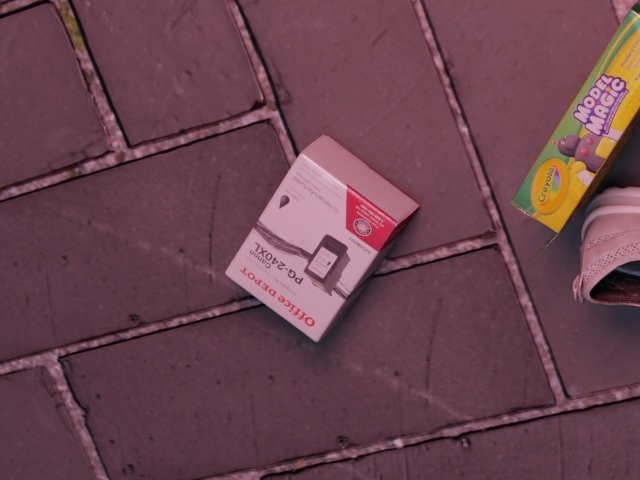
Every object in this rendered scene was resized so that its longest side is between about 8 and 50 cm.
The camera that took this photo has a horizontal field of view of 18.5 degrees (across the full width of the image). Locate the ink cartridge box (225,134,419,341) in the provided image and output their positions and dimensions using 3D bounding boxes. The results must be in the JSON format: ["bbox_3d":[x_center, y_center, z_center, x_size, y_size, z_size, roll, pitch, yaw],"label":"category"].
[{"bbox_3d":[0.000,0.000,1.760,0.109,0.063,0.150,36,119,6],"label":"ink cartridge box"}]

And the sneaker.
[{"bbox_3d":[0.339,0.035,1.587,0.281,0.115,0.105,4,136,27],"label":"sneaker"}]

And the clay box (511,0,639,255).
[{"bbox_3d":[0.228,-0.099,1.588,0.053,0.127,0.222,35,118,8],"label":"clay box"}]
